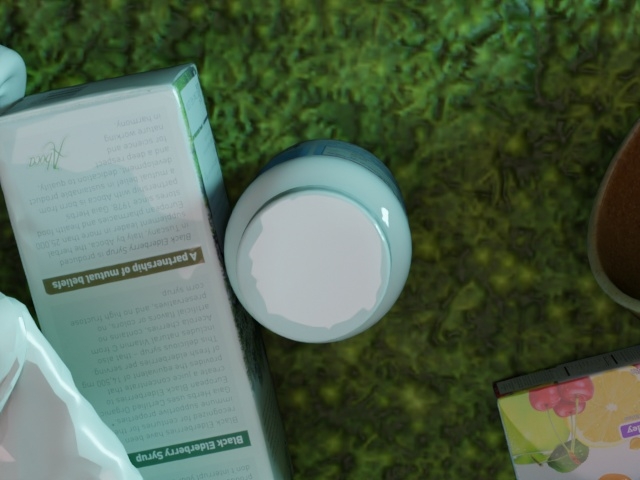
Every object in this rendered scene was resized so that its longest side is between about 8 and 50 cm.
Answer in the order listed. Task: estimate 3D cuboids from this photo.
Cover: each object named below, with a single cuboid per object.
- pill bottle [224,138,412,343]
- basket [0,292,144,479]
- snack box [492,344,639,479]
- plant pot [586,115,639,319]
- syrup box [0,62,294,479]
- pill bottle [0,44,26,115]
[{"bbox_3d":[0.000,0.000,0.682,0.087,0.160,0.087,0,99,3],"label":"pill bottle"},{"bbox_3d":[-0.206,0.239,0.605,0.328,0.266,0.331,-39,107,-24],"label":"basket"},{"bbox_3d":[0.157,0.133,0.758,0.100,0.037,0.141,-14,98,5],"label":"snack box"},{"bbox_3d":[0.295,0.021,0.657,0.237,0.237,0.254,-44,108,8],"label":"plant pot"},{"bbox_3d":[-0.083,0.038,0.716,0.096,0.093,0.236,-11,103,4],"label":"syrup box"},{"bbox_3d":[-0.249,-0.077,0.708,0.180,0.108,0.108,23,99,-1],"label":"pill bottle"}]
